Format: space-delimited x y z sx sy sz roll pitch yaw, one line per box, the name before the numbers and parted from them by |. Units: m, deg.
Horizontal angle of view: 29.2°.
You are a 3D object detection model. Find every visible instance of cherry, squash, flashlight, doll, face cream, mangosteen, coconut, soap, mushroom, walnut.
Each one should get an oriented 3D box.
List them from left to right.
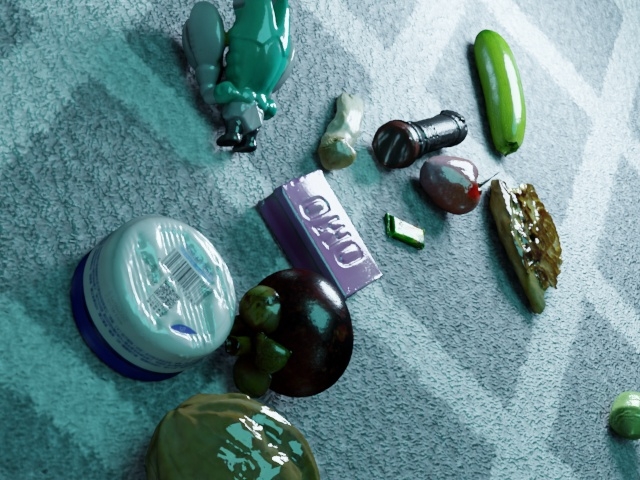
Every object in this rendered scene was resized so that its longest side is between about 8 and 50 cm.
face cream | -0.213 0.073 1.611 0.206 0.111 0.206 24 52 -34
doll | -0.133 -0.278 1.915 0.195 0.153 0.258 52 54 -34
walnut | -0.105 0.293 1.515 0.245 0.198 0.198 45 41 -11
mangosteen | -0.049 0.133 1.693 0.200 0.200 0.200 25 49 -32
soap | 0.000 0.000 1.906 0.122 0.065 0.203 -29 87 -50
mushroom | 0.042 -0.192 2.088 0.059 0.054 0.202 40 38 -17
flashlight | 0.184 -0.184 2.204 0.232 0.093 0.093 -18 79 -55
cherry | 0.235 -0.104 2.196 0.126 0.087 0.106 31 50 -2
squash | 0.364 -0.303 2.459 0.082 0.082 0.292 17 54 -38
coconut | 0.573 0.324 2.257 0.088 0.088 0.096 42 37 -17

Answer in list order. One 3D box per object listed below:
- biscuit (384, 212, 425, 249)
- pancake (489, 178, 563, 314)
biscuit | 0.147 -0.014 2.101 0.089 0.016 0.046 23 50 -34
pancake | 0.379 -0.013 2.305 0.212 0.056 0.257 49 32 -20
